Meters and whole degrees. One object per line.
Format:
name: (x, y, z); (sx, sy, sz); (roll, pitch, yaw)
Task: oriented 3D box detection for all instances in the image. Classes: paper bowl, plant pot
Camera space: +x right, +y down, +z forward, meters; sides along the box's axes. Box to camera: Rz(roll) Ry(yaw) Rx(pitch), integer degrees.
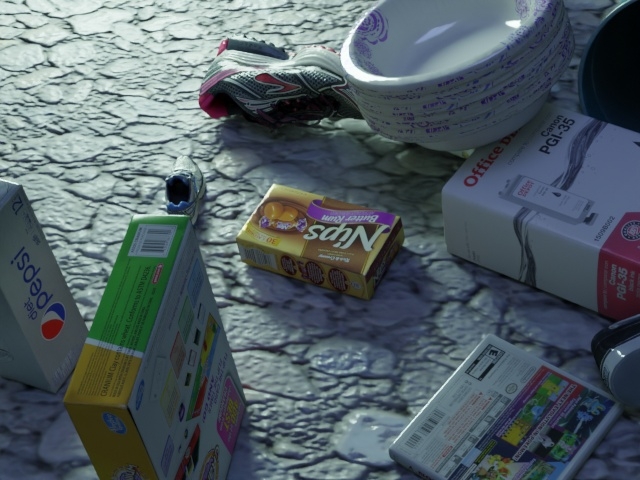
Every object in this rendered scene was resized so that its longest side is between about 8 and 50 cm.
paper bowl: (0.177, -0.221, 1.653); (0.284, 0.148, 0.284); (-17, 35, 13)
plant pot: (0.493, -0.243, 1.698); (0.271, 0.272, 0.255); (11, 34, 20)

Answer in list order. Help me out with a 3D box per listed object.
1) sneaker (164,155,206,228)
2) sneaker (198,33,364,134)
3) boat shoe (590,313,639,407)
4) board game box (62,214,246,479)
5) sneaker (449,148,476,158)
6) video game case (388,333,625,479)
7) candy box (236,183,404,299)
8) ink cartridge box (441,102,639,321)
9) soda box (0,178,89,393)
sneaker: (-0.184, -0.073, 1.781); (0.052, 0.058, 0.135); (-8, 45, 3)
sneaker: (-0.037, -0.200, 1.843); (0.299, 0.121, 0.112); (13, 65, 37)
boat shoe: (0.455, 0.097, 1.472); (0.306, 0.113, 0.105); (-21, 29, 5)
board game box: (-0.159, 0.167, 1.369); (0.064, 0.316, 0.242); (2, 47, 13)
sneaker: (0.241, -0.224, 1.823); (0.169, 0.108, 0.292); (26, 66, 28)
video game case: (0.207, 0.210, 1.466); (0.183, 0.023, 0.201); (27, 56, 31)
candy box: (0.000, 0.000, 1.682); (0.186, 0.053, 0.109); (15, 51, 25)
ink cartridge box: (0.317, -0.040, 1.616); (0.283, 0.117, 0.207); (23, 55, 28)
soda box: (-0.365, 0.052, 1.536); (0.098, 0.286, 0.091); (15, 53, 23)
